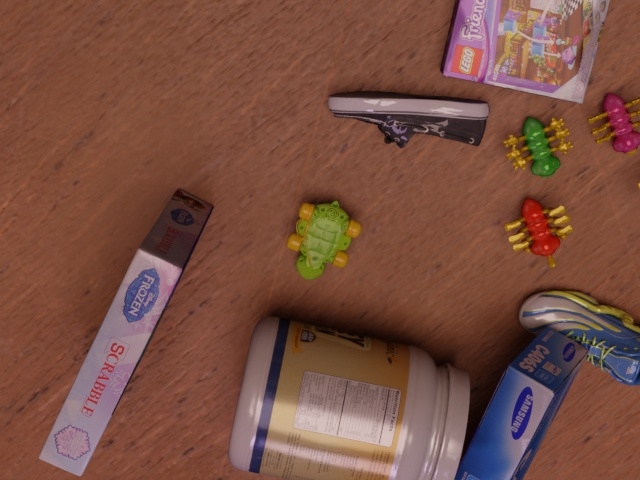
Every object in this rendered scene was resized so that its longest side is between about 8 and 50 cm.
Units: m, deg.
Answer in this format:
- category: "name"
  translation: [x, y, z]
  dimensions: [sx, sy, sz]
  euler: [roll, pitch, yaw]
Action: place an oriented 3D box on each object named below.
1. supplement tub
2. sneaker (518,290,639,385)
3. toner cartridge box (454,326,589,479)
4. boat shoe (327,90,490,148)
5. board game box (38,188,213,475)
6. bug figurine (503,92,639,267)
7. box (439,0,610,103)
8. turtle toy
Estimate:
- category: "supplement tub"
  translation: [0.040, 0.247, 1.559]
  dimensions: [0.316, 0.228, 0.228]
  euler: [12, 106, -2]
- category: "sneaker"
  translation: [0.410, 0.144, 1.569]
  dimensions: [0.240, 0.126, 0.091]
  euler: [16, 105, -3]
- category: "toner cartridge box"
  translation: [0.264, 0.306, 1.562]
  dimensions: [0.075, 0.165, 0.348]
  euler: [30, 119, 19]
- category: "boat shoe"
  translation: [0.122, -0.167, 1.523]
  dimensions: [0.228, 0.080, 0.076]
  euler: [2, 104, -7]
- category: "board game box"
  translation: [-0.258, 0.113, 1.486]
  dimensions: [0.066, 0.319, 0.318]
  euler: [26, 106, -6]
- category: "bug figurine"
  translation: [0.388, -0.091, 1.533]
  dimensions: [0.279, 0.072, 0.216]
  euler: [-17, 98, 11]
- category: "box"
  translation: [0.293, -0.350, 1.470]
  dimensions: [0.201, 0.057, 0.293]
  euler: [12, 106, -2]
- category: "turtle toy"
  translation: [0.000, 0.000, 1.574]
  dimensions: [0.095, 0.066, 0.130]
  euler: [21, 106, -4]
